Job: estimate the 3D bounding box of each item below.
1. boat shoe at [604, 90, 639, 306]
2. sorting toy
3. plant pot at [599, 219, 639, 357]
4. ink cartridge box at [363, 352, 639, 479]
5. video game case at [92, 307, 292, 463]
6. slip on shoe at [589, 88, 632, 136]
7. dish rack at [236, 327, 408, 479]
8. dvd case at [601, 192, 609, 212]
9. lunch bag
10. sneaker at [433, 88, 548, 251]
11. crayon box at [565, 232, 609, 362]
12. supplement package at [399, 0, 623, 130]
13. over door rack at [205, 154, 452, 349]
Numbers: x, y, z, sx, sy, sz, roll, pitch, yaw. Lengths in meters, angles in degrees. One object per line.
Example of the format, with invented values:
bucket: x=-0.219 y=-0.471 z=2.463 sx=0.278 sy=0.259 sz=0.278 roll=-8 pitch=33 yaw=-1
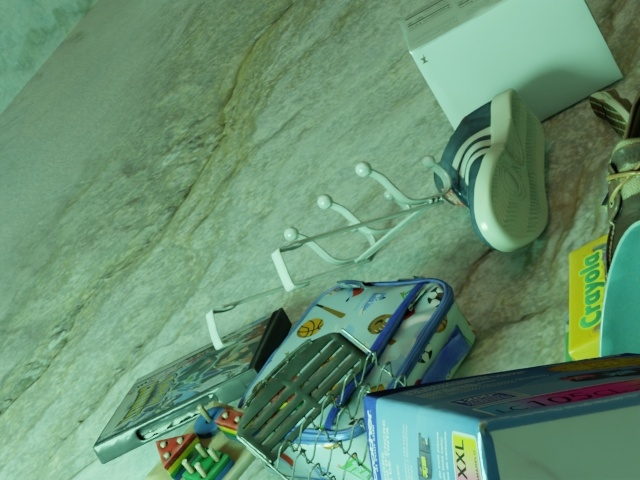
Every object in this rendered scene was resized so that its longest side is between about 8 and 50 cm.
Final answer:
boat shoe: x=0.364 y=-0.061 z=1.880 sx=0.123 sy=0.123 sz=0.342 roll=-22 pitch=26 yaw=38
sorting toy: x=-0.143 y=0.250 z=2.002 sx=0.132 sy=0.046 sz=0.274 roll=10 pitch=51 yaw=49
plant pot: x=0.408 y=0.124 z=1.637 sx=0.195 sy=0.290 sz=0.290 roll=0 pitch=26 yaw=-7
ink cartridge box: x=0.200 y=0.185 z=1.395 sx=0.270 sy=0.151 sz=0.395 roll=-7 pitch=-2 yaw=-14
video game case: x=-0.170 y=0.195 z=2.297 sx=0.248 sy=0.035 sz=0.275 roll=-26 pitch=10 yaw=12
slip on shoe: x=0.423 y=-0.184 z=2.369 sx=0.041 sy=0.051 sz=0.135 roll=-22 pitch=19 yaw=-5
dish rack: x=0.048 y=0.221 z=1.901 sx=0.271 sy=0.074 sz=0.208 roll=38 pitch=65 yaw=19
dvd case: x=0.490 y=-0.104 z=2.181 sx=0.221 sy=0.018 sz=0.164 roll=-8 pitch=35 yaw=41
lunch bag: x=0.052 y=0.165 z=2.101 sx=0.243 sy=0.115 sz=0.303 roll=-4 pitch=39 yaw=42
sneaker: x=0.225 y=-0.073 z=2.325 sx=0.148 sy=0.131 sz=0.350 roll=-30 pitch=20 yaw=26
crayon box: x=0.395 y=0.049 z=1.904 sx=0.323 sy=0.083 sz=0.203 roll=-30 pitch=25 yaw=25
supplement package: x=0.285 y=-0.288 z=2.520 sx=0.262 sy=0.204 sz=0.145 roll=-28 pitch=25 yaw=10
over door rack: x=0.000 y=0.000 z=2.278 sx=0.324 sy=0.108 sz=0.239 roll=-30 pitch=-7 yaw=-36
